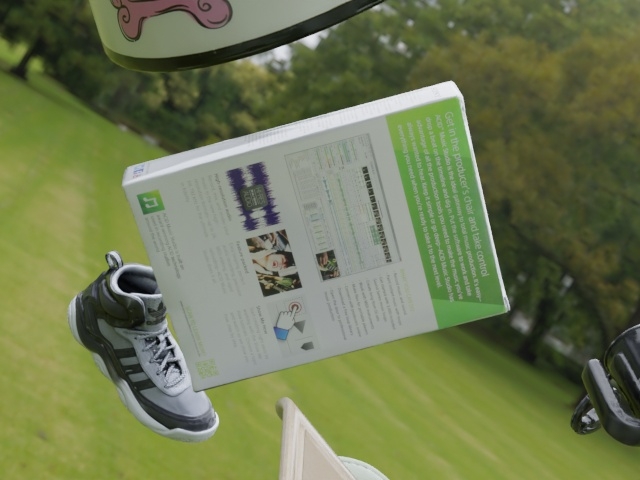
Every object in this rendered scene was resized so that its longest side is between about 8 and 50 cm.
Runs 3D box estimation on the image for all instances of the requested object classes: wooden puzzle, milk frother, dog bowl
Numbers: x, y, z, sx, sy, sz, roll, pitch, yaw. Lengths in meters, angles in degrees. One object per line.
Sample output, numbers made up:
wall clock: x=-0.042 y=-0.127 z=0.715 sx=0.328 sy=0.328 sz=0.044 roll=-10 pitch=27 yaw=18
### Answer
wooden puzzle: x=0.021 y=0.271 z=1.022 sx=0.221 sy=0.044 sz=0.239 roll=54 pitch=16 yaw=-28
milk frother: x=0.333 y=0.183 z=1.297 sx=0.135 sy=0.129 sz=0.143 roll=-108 pitch=-173 yaw=-46
dog bowl: x=-0.025 y=-0.304 z=0.991 sx=0.150 sy=0.408 sz=0.408 roll=61 pitch=-11 yaw=-28

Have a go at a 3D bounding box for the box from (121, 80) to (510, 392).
box: x=0.000 y=0.000 z=1.204 sx=0.058 sy=0.322 sz=0.232 roll=-96 pitch=171 yaw=-65

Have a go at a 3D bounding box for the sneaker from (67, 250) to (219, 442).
sneaker: x=-0.218 y=0.136 z=1.658 sx=0.268 sy=0.153 sz=0.101 roll=46 pitch=42 yaw=13

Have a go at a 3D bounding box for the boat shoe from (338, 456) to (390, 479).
boat shoe: x=0.064 y=0.298 z=1.341 sx=0.227 sy=0.068 sz=0.081 roll=29 pitch=41 yaw=-26
